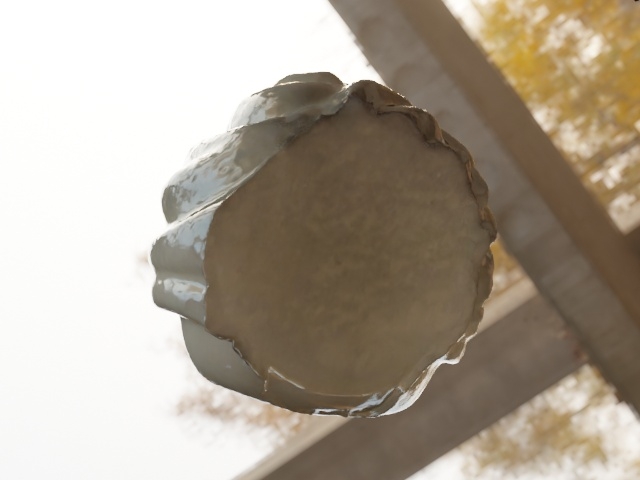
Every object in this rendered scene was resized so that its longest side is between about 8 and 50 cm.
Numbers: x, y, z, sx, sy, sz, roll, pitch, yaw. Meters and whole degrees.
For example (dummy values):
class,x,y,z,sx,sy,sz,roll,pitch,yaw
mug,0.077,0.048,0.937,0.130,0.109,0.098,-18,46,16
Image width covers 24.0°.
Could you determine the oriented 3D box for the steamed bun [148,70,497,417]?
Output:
class,x,y,z,sx,sy,sz,roll,pitch,yaw
steamed bun,0.000,0.000,0.765,0.183,0.183,0.106,45,170,-24
